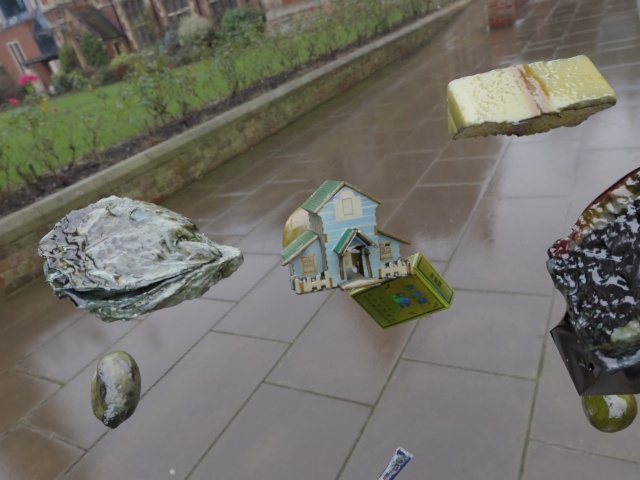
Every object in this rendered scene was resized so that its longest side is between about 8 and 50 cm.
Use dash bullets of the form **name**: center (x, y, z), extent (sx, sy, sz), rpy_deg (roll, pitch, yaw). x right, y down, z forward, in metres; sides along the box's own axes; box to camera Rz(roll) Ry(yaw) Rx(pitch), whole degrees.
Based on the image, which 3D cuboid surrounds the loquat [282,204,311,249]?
- **loquat**: center (0.000, 0.000, 1.701), extent (0.276, 0.276, 0.284), rpy_deg (5, 60, 38)

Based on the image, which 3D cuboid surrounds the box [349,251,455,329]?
- **box**: center (0.197, 0.130, 1.194), extent (0.220, 0.141, 0.064), rpy_deg (-31, 18, 45)

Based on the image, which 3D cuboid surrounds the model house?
- **model house**: center (0.047, -0.019, 0.968), extent (0.270, 0.207, 0.178), rpy_deg (-8, 8, -9)

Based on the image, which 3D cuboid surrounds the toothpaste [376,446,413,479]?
- **toothpaste**: center (0.148, 0.507, 1.053), extent (0.037, 0.021, 0.140), rpy_deg (29, 50, 32)

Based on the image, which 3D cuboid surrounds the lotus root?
- **lotus root**: center (-0.219, 0.161, 0.522), extent (0.049, 0.054, 0.099), rpy_deg (20, 20, -30)

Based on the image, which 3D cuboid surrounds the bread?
- **bread**: center (0.375, -0.252, 0.894), extent (0.265, 0.142, 0.178), rpy_deg (-11, 16, 4)

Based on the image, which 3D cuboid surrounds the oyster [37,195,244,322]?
- **oyster**: center (-0.266, 0.033, 0.700), extent (0.267, 0.112, 0.198), rpy_deg (22, 56, 15)

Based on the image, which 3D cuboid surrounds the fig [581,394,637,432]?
- **fig**: center (0.727, 0.385, 1.227), extent (0.132, 0.185, 0.126), rpy_deg (-9, 3, -21)

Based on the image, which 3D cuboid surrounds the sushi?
- **sushi**: center (0.383, 0.027, 0.525), extent (0.215, 0.227, 0.212), rpy_deg (-10, 55, -4)
